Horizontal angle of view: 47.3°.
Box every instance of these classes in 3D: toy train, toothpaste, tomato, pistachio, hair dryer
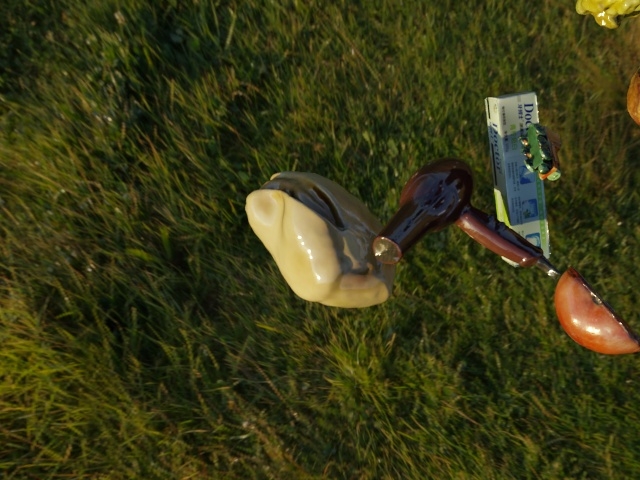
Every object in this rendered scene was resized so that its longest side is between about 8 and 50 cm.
[{"bbox_3d":[0.351,-0.138,1.148,0.064,0.044,0.103,26,46,-26],"label":"toy train"},{"bbox_3d":[0.391,-0.121,1.441,0.081,0.067,0.336,-12,105,-8],"label":"toothpaste"},{"bbox_3d":[0.593,0.173,1.602,0.112,0.199,0.228,-43,54,16],"label":"tomato"},{"bbox_3d":[0.000,0.000,1.789,0.446,0.365,0.281,33,65,30],"label":"pistachio"},{"bbox_3d":[0.290,0.002,1.364,0.341,0.123,0.312,33,46,6],"label":"hair dryer"}]

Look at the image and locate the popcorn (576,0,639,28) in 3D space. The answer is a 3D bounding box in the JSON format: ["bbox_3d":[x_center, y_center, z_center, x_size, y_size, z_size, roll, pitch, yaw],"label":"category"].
[{"bbox_3d":[0.586,-0.507,1.298,0.286,0.225,0.173,-28,86,-27],"label":"popcorn"}]

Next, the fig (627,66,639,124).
[{"bbox_3d":[0.891,-0.387,1.674,0.286,0.286,0.368,27,115,8],"label":"fig"}]
